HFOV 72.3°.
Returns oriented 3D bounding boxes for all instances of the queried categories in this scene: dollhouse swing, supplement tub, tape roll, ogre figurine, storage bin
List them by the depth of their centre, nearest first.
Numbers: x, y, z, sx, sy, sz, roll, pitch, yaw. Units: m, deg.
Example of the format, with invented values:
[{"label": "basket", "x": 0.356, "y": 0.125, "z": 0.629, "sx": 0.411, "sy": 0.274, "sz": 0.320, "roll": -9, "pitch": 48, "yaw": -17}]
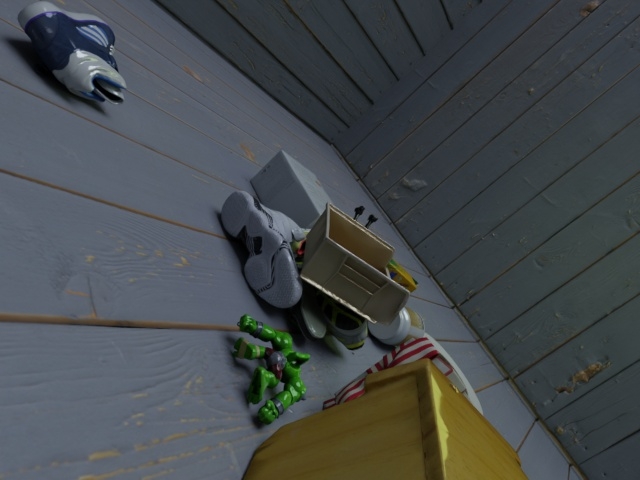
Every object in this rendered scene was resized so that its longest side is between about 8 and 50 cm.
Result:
[{"label": "dollhouse swing", "x": 0.091, "y": 0.378, "z": 0.573, "sx": 0.315, "sy": 0.305, "sz": 0.347, "roll": 47, "pitch": 15, "yaw": -4}, {"label": "ogre figurine", "x": -0.087, "y": 0.238, "z": 0.823, "sx": 0.118, "sy": 0.097, "sz": 0.197, "roll": 16, "pitch": 23, "yaw": -43}, {"label": "storage bin", "x": 0.088, "y": 0.057, "z": 1.124, "sx": 0.260, "sy": 0.123, "sz": 0.262, "roll": 33, "pitch": 19, "yaw": -11}, {"label": "supplement tub", "x": 0.262, "y": 0.293, "z": 1.521, "sx": 0.199, "sy": 0.144, "sz": 0.144, "roll": 28, "pitch": 26, "yaw": -52}, {"label": "tape roll", "x": 0.464, "y": 0.521, "z": 1.667, "sx": 0.392, "sy": 0.072, "sz": 0.392, "roll": 45, "pitch": 16, "yaw": -17}]

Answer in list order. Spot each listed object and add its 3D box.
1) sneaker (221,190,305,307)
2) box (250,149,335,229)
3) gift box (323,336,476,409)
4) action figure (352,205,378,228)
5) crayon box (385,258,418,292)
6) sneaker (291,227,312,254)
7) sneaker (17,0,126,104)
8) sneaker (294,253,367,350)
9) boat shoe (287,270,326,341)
[{"label": "sneaker", "x": -0.110, "y": 0.028, "z": 1.158, "sx": 0.210, "sy": 0.137, "sz": 0.366, "roll": 22, "pitch": 28, "yaw": -53}, {"label": "box", "x": -0.069, "y": -0.117, "z": 1.545, "sx": 0.215, "sy": 0.168, "sz": 0.345, "roll": 29, "pitch": 25, "yaw": -50}, {"label": "gift box", "x": 0.171, "y": 0.362, "z": 0.895, "sx": 0.258, "sy": 0.255, "sz": 0.276, "roll": 57, "pitch": -9, "yaw": -6}, {"label": "action figure", "x": 0.139, "y": -0.005, "z": 1.852, "sx": 0.164, "sy": 0.276, "sz": 0.141, "roll": 27, "pitch": -26, "yaw": 11}, {"label": "crayon box", "x": 0.195, "y": 0.150, "z": 1.563, "sx": 0.323, "sy": 0.203, "sz": 0.083, "roll": 40, "pitch": 19, "yaw": -29}, {"label": "sneaker", "x": 0.000, "y": 0.000, "z": 1.345, "sx": 0.094, "sy": 0.208, "sz": 0.081, "roll": -124, "pitch": -159, "yaw": -51}, {"label": "sneaker", "x": -0.561, "y": -0.433, "z": 1.089, "sx": 0.236, "sy": 0.130, "sz": 0.323, "roll": 56, "pitch": 10, "yaw": -11}, {"label": "sneaker", "x": 0.018, "y": 0.161, "z": 1.265, "sx": 0.385, "sy": 0.145, "sz": 0.147, "roll": -119, "pitch": -164, "yaw": -53}, {"label": "boat shoe", "x": -0.046, "y": 0.175, "z": 1.115, "sx": 0.081, "sy": 0.068, "sz": 0.228, "roll": 36, "pitch": 20, "yaw": -33}]
